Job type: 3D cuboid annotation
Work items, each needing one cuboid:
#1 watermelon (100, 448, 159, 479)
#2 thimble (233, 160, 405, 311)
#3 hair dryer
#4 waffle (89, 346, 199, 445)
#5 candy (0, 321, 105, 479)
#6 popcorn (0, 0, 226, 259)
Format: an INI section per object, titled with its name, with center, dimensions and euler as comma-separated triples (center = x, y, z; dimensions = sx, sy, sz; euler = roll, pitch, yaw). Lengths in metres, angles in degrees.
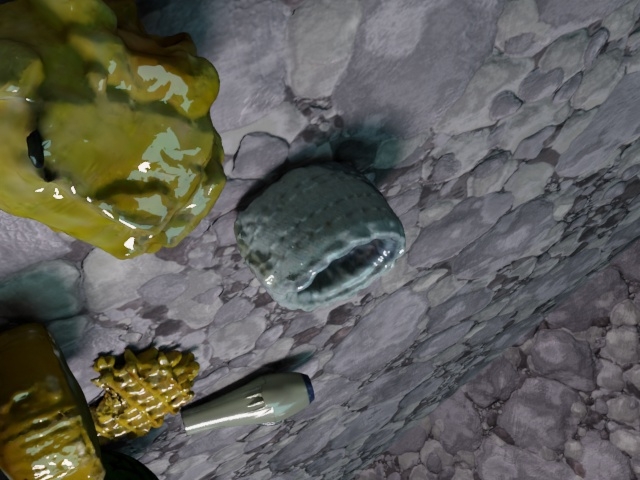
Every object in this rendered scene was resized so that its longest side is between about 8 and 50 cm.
[watermelon]
center = -0.461, 0.571, 1.174
dimensions = 0.363, 0.363, 0.363
euler = -23, 148, -15
[thimble]
center = 0.000, 0.000, 0.933
dimensions = 0.250, 0.172, 0.205
euler = -16, 148, -28
[hair dryer]
center = -0.190, 0.405, 1.438
dimensions = 0.295, 0.119, 0.298
euler = -3, 152, -31
[waffle]
center = -0.359, 0.310, 1.155
dimensions = 0.259, 0.069, 0.293
euler = 11, 130, -48
[candy]
center = -0.386, 0.240, 0.848
dimensions = 0.117, 0.260, 0.260
euler = -21, 148, -25
[popcorn]
center = -0.211, -0.105, 0.557
dimensions = 0.252, 0.215, 0.286
euler = -36, 146, 19
